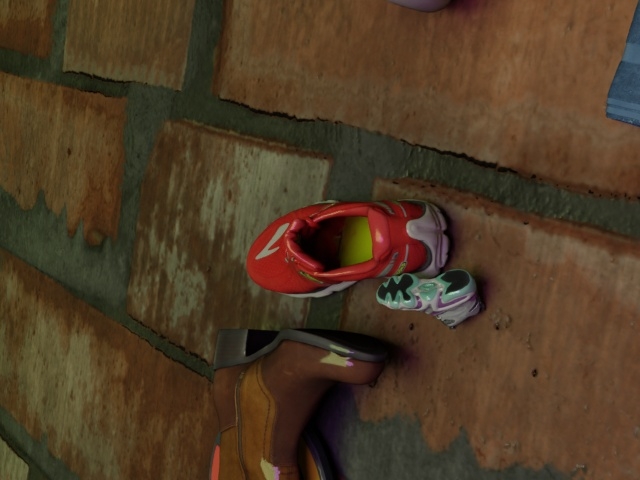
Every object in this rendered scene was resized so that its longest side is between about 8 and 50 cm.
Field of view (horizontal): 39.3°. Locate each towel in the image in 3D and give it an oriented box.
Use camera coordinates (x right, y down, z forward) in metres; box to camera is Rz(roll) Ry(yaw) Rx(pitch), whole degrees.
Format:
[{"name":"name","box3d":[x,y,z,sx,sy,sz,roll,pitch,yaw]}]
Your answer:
[{"name":"towel","box3d":[0.266,-0.145,0.692,0.067,0.029,0.120,29,111,45]}]

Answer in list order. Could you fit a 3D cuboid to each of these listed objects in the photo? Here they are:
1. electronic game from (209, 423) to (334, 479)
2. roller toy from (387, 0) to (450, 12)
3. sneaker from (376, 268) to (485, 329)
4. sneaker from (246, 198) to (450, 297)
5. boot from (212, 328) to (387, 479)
[{"name":"electronic game","box3d":[-0.060,0.299,1.038,0.229,0.048,0.229,-1,88,49]},{"name":"roller toy","box3d":[0.053,-0.306,0.817,0.209,0.191,0.146,40,117,42]},{"name":"sneaker","box3d":[0.106,0.063,0.845,0.098,0.069,0.038,-5,49,30]},{"name":"sneaker","box3d":[0.000,0.000,0.924,0.279,0.118,0.107,-13,78,48]},{"name":"boot","box3d":[-0.034,0.232,0.925,0.264,0.096,0.281,-6,79,43]}]
